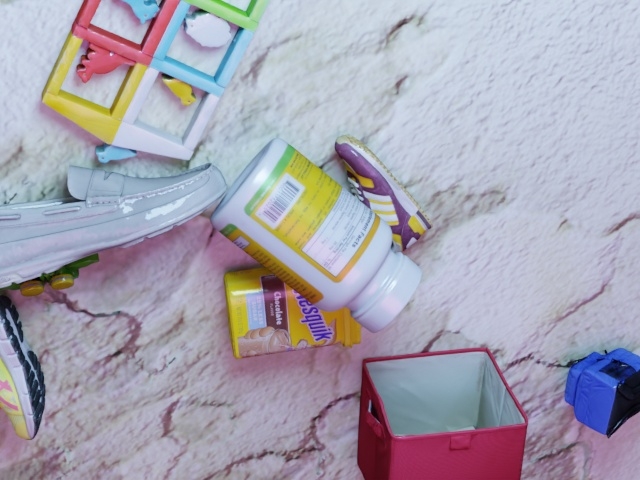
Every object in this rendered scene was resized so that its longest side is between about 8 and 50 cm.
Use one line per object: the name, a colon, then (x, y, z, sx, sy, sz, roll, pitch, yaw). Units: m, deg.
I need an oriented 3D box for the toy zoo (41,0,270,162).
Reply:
toy zoo: (-0.197, -0.216, 1.437, 0.192, 0.030, 0.293, 22, 111, -23)

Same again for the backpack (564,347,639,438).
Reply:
backpack: (0.419, 0.205, 1.777, 0.120, 0.101, 0.098, -21, 132, -40)

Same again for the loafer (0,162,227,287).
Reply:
loafer: (-0.270, -0.040, 1.473, 0.319, 0.112, 0.112, -19, 100, -10)

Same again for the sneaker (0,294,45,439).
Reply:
sneaker: (-0.416, 0.168, 1.581, 0.094, 0.081, 0.209, -12, 114, 2)

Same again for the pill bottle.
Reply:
pill bottle: (0.000, 0.000, 1.505, 0.245, 0.136, 0.136, 38, 105, -9)

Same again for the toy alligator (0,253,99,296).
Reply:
toy alligator: (-0.368, 0.044, 1.534, 0.189, 0.056, 0.051, -12, 161, -6)

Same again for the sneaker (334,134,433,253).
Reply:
sneaker: (0.064, -0.052, 1.566, 0.084, 0.069, 0.185, -41, 119, 5)

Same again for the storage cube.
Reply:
storage cube: (0.164, 0.284, 1.711, 0.214, 0.184, 0.193, -4, 120, -11)

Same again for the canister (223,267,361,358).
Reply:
canister: (-0.037, 0.088, 1.621, 0.169, 0.073, 0.126, -8, 120, -7)
